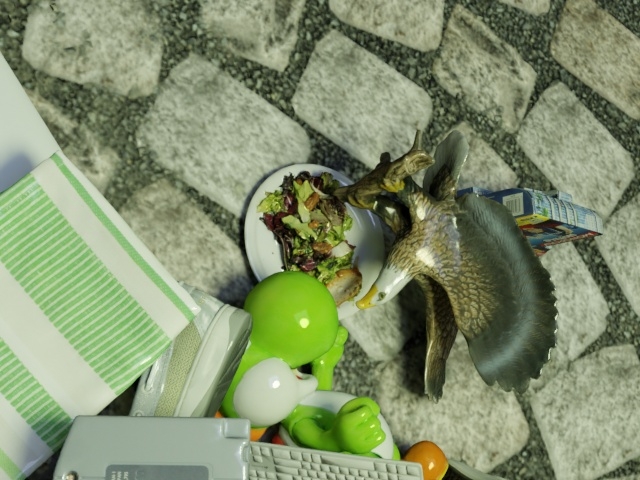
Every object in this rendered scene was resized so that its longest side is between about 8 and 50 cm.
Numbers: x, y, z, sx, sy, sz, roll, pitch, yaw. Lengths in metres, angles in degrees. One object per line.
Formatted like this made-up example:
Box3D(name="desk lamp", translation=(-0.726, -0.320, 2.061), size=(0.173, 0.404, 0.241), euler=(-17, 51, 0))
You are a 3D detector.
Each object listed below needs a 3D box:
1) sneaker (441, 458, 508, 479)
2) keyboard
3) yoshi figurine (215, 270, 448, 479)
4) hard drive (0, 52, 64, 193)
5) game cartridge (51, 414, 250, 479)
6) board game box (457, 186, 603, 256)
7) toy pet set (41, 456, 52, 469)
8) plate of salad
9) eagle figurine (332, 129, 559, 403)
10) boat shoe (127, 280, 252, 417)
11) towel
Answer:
Box3D(name="sneaker", translation=(0.234, 0.332, 1.533), size=(0.123, 0.290, 0.106), euler=(21, 96, -26))
Box3D(name="keyboard", translation=(-0.009, 0.254, 1.436), size=(0.014, 0.256, 0.072), euler=(-62, 148, -47))
Box3D(name="yoshi figurine", translation=(0.016, 0.173, 1.503), size=(0.362, 0.203, 0.203), euler=(42, 53, -13))
Box3D(name="hard drive", translation=(-0.354, -0.028, 1.415), size=(0.210, 0.040, 0.318), euler=(-35, 96, -32))
Box3D(name="game cartridge", translation=(-0.166, 0.311, 1.232), size=(0.196, 0.060, 0.294), euler=(2, 77, -4))
Box3D(name="board game box", translation=(0.259, -0.026, 1.715), size=(0.194, 0.194, 0.060), euler=(12, 72, -43))
Box3D(name="toy pet set", translation=(-0.293, 0.177, 1.387), size=(0.114, 0.065, 0.122), euler=(-4, 100, -21))
Box3D(name="plate of salad", translation=(0.000, 0.000, 1.614), size=(0.200, 0.048, 0.199), euler=(8, 74, -28))
Box3D(name="eagle figurine", translation=(0.142, 0.035, 1.574), size=(0.298, 0.225, 0.226), euler=(51, 17, -7))
Box3D(name="boat shoe", translation=(-0.182, 0.201, 1.389), size=(0.103, 0.118, 0.320), euler=(27, 94, 8))
Box3D(name="towel", translation=(-0.313, 0.091, 1.321), size=(0.325, 0.038, 0.248), euler=(-41, 82, -15))
